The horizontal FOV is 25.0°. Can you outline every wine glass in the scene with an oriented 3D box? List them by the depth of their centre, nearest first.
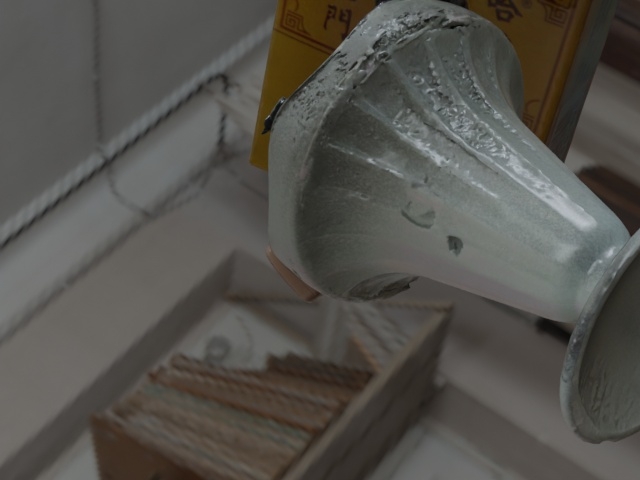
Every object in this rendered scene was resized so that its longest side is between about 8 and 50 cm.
[{"bbox_3d":[0.088,-0.011,0.679,0.165,0.196,0.164,-24,-50,-32],"label":"wine glass"}]

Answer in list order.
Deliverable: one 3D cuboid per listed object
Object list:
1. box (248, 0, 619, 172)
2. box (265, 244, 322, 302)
[{"bbox_3d":[0.102,-0.199,1.174,0.116,0.264,0.415,-43,-26,-47],"label":"box"},{"bbox_3d":[0.000,0.000,0.940,0.025,0.048,0.115,-44,4,27],"label":"box"}]
